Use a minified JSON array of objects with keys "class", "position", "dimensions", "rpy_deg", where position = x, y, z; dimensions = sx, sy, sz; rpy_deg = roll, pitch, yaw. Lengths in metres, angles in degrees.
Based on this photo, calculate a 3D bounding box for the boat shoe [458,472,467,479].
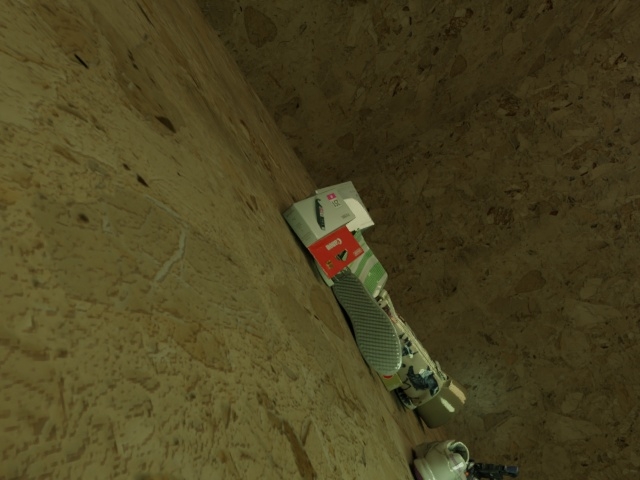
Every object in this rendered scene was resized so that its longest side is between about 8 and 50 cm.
[{"class":"boat shoe","position":[0.512,0.914,1.472],"dimensions":[0.258,0.095,0.084],"rpy_deg":[59,2,-12]}]

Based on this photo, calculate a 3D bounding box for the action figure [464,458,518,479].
[{"class":"action figure","position":[0.668,1.035,1.656],"dimensions":[0.179,0.341,0.330],"rpy_deg":[-32,86,-46]}]

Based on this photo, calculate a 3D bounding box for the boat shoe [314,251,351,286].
[{"class":"boat shoe","position":[0.001,0.001,1.338],"dimensions":[0.304,0.091,0.109],"rpy_deg":[64,6,19]}]

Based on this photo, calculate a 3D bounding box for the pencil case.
[{"class":"pencil case","position":[0.293,0.385,1.472],"dimensions":[0.410,0.183,0.160],"rpy_deg":[55,29,8]}]

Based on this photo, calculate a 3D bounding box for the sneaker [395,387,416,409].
[{"class":"sneaker","position":[0.313,0.541,1.614],"dimensions":[0.110,0.107,0.275],"rpy_deg":[81,-5,-54]}]

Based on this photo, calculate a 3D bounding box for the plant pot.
[{"class":"plant pot","position":[0.497,0.682,1.892],"dimensions":[0.274,0.256,0.256],"rpy_deg":[46,4,6]}]

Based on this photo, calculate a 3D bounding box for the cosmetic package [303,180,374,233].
[{"class":"cosmetic package","position":[0.071,-0.109,1.710],"dimensions":[0.224,0.138,0.224],"rpy_deg":[-21,81,-40]}]

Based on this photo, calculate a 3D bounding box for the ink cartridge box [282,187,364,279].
[{"class":"ink cartridge box","position":[0.036,-0.033,1.265],"dimensions":[0.238,0.060,0.275],"rpy_deg":[54,33,4]}]

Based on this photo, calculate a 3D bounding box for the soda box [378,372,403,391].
[{"class":"soda box","position":[0.213,0.420,1.378],"dimensions":[0.181,0.058,0.061],"rpy_deg":[61,5,-6]}]

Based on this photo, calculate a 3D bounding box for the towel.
[{"class":"towel","position":[0.170,0.141,1.651],"dimensions":[0.324,0.038,0.247],"rpy_deg":[55,52,-37]}]

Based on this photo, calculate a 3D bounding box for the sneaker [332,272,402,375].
[{"class":"sneaker","position":[0.168,0.269,1.327],"dimensions":[0.365,0.135,0.150],"rpy_deg":[66,10,28]}]

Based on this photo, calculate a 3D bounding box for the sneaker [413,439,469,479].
[{"class":"sneaker","position":[0.345,0.621,1.123],"dimensions":[0.114,0.152,0.305],"rpy_deg":[62,4,21]}]
